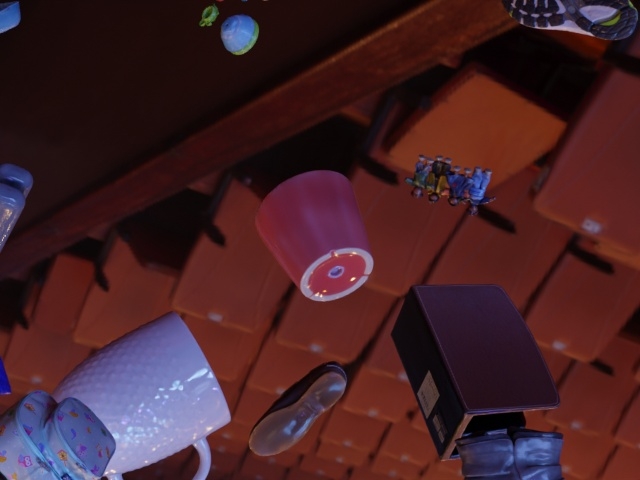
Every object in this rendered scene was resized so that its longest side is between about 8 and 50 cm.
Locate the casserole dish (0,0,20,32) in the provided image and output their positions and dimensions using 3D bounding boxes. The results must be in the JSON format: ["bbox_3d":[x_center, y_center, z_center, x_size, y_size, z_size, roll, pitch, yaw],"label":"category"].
[{"bbox_3d":[-0.567,-0.360,1.557,0.114,0.037,0.188,-37,-152,-30],"label":"casserole dish"}]

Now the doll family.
[{"bbox_3d":[0.279,-0.114,1.995,0.193,0.111,0.076,19,-154,17],"label":"doll family"}]

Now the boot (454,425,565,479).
[{"bbox_3d":[0.382,0.411,1.485,0.338,0.223,0.118,6,165,-11],"label":"boot"}]

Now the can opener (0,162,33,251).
[{"bbox_3d":[-0.431,0.014,1.122,0.093,0.280,0.074,28,-142,-24],"label":"can opener"}]

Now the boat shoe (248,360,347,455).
[{"bbox_3d":[-0.037,0.287,1.600,0.073,0.207,0.073,50,-173,-16],"label":"boat shoe"}]

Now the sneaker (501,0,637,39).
[{"bbox_3d":[0.530,-0.491,1.989,0.300,0.111,0.121,23,-161,21],"label":"sneaker"}]

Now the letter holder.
[{"bbox_3d":[0.294,0.240,1.779,0.214,0.152,0.302,-2,-135,-20],"label":"letter holder"}]

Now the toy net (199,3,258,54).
[{"bbox_3d":[-0.106,-0.432,1.580,0.045,0.232,0.122,27,-164,-48],"label":"toy net"}]

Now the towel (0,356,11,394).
[{"bbox_3d":[-0.773,0.200,1.898,0.227,0.308,0.076,-18,176,-46],"label":"towel"}]

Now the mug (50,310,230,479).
[{"bbox_3d":[-0.378,0.388,1.987,0.374,0.328,0.276,64,163,-3],"label":"mug"}]

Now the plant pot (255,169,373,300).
[{"bbox_3d":[0.000,0.000,2.347,0.275,0.275,0.243,18,-145,-41],"label":"plant pot"}]

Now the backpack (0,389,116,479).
[{"bbox_3d":[-0.424,0.328,1.469,0.188,0.144,0.166,44,-168,-9],"label":"backpack"}]
